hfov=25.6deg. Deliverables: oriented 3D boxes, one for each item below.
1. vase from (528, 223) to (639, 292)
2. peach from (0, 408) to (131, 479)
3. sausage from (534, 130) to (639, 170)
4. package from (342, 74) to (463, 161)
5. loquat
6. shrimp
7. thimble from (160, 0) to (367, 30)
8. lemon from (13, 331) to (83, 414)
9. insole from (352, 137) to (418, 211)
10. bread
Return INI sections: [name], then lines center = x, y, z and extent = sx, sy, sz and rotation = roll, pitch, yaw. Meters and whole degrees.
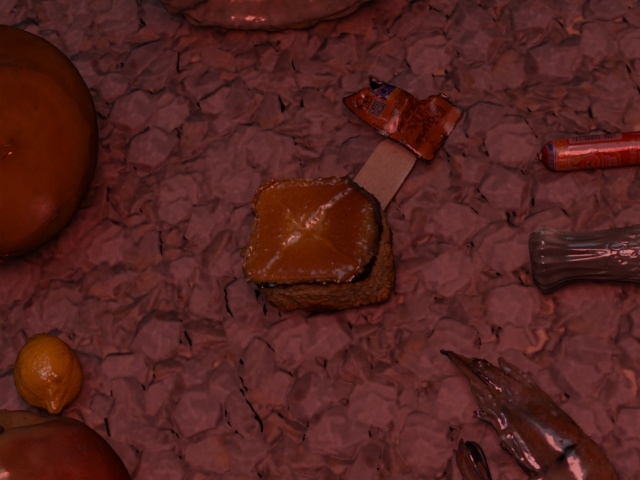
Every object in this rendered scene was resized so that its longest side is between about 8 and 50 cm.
[vase]
center = 0.265, 0.012, 1.277
extent = 0.149, 0.081, 0.081
rotation = -3, 64, 13
[peach]
center = -0.272, 0.261, 1.201
extent = 0.214, 0.214, 0.235
rotation = 11, 84, 16
[sausage]
center = 0.269, -0.085, 1.345
extent = 0.130, 0.034, 0.034
rotation = -5, 63, 9
[package]
center = 0.081, -0.129, 1.402
extent = 0.111, 0.033, 0.077
rotation = 30, 43, 19
[loquat]
center = -0.326, -0.094, 1.358
extent = 0.235, 0.235, 0.235
rotation = -4, 63, 9
[shrimp]
center = 0.166, 0.188, 1.229
extent = 0.126, 0.047, 0.223
rotation = -41, 65, 1
[thimble]
center = -0.060, -0.342, 1.410
extent = 0.292, 0.291, 0.195
rotation = -5, 64, 9
[lemon]
center = -0.256, 0.127, 1.327
extent = 0.065, 0.065, 0.092
rotation = -24, 53, -1
[insole]
center = 0.032, -0.025, 1.375
extent = 0.063, 0.010, 0.192
rotation = 29, 73, 23
[bread]
center = 0.000, 0.000, 1.325
extent = 0.140, 0.069, 0.127
rotation = -4, 64, 13
